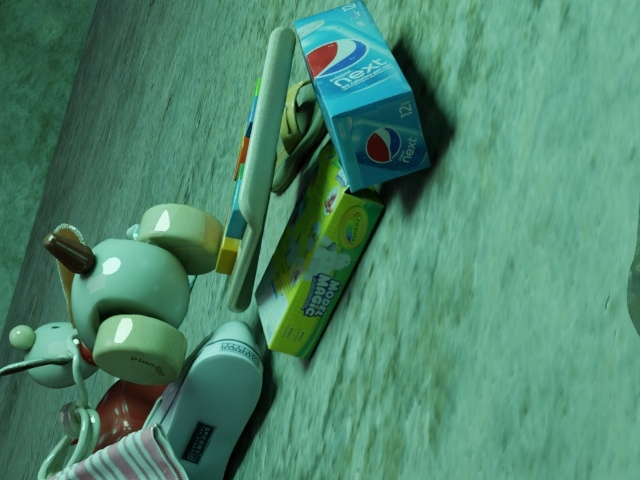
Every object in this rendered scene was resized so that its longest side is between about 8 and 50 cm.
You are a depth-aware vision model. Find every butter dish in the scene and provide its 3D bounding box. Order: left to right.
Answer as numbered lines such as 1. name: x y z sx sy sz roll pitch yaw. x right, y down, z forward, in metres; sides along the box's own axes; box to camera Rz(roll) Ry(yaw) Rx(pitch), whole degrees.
1. butter dish: -0.216 0.216 1.312 0.160 0.118 0.160 -65 21 17

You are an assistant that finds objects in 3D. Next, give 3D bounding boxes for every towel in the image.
1. towel: -0.181 0.261 1.113 0.197 0.029 0.144 -30 83 36

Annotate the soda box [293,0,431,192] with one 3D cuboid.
1. soda box: 0.030 -0.125 1.003 0.210 0.067 0.071 -108 0 -59

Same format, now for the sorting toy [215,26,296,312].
1. sorting toy: -0.061 -0.059 1.083 0.208 0.038 0.193 104 175 -63

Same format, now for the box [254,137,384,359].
1. box: 0.000 0.000 1.049 0.105 0.043 0.179 -111 42 -62

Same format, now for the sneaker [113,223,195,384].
1. sneaker: -0.221 0.092 1.481 0.087 0.092 0.229 6 79 68

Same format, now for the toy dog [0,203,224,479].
1. toy dog: -0.237 0.069 1.174 0.333 0.161 0.220 -44 29 33

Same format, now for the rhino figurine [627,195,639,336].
1. rhino figurine: 0.186 -0.047 0.549 0.106 0.073 0.243 -36 37 53

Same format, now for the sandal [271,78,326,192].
1. sandal: -0.028 -0.121 1.221 0.180 0.049 0.072 -55 25 37

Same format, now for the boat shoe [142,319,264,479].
1. boat shoe: -0.123 0.190 1.154 0.258 0.095 0.084 -55 13 22
